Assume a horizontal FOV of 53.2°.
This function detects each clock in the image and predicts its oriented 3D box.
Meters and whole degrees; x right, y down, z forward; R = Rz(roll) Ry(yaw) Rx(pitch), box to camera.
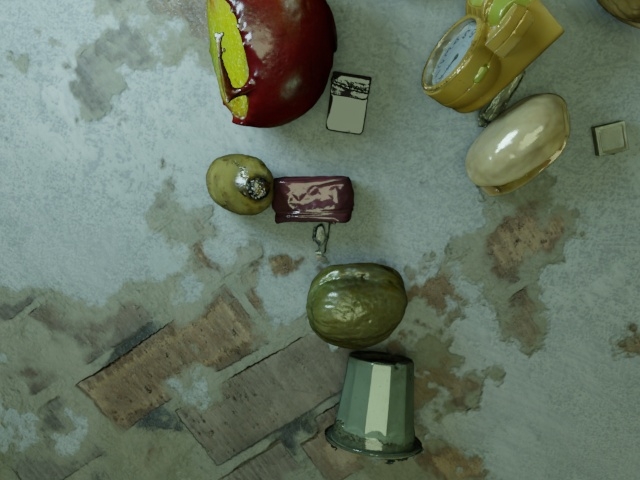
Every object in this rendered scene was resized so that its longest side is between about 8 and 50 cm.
[{"bbox_3d":[0.396,-0.463,1.568,0.200,0.244,0.317,32,107,-19],"label":"clock"}]

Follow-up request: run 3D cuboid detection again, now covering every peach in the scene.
[{"bbox_3d":[-0.117,-0.485,1.557,0.310,0.335,0.406,-11,98,-14],"label":"peach"}]

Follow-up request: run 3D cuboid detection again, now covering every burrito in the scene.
[{"bbox_3d":[0.473,-0.375,1.674,0.058,0.045,0.188,28,103,-19],"label":"burrito"}]

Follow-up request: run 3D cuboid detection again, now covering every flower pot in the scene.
[{"bbox_3d":[0.158,0.454,1.803,0.290,0.290,0.259,5,90,4],"label":"flower pot"}]

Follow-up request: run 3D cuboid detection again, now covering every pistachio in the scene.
[{"bbox_3d":[0.509,-0.249,1.639,0.299,0.187,0.187,-41,97,19],"label":"pistachio"}]

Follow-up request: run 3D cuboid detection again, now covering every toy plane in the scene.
[{"bbox_3d":[0.000,0.000,1.811,0.049,0.031,0.121,8,101,-6],"label":"toy plane"}]

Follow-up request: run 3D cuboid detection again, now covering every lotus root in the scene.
[{"bbox_3d":[-0.208,-0.149,1.687,0.146,0.284,0.160,-30,111,-20],"label":"lotus root"}]

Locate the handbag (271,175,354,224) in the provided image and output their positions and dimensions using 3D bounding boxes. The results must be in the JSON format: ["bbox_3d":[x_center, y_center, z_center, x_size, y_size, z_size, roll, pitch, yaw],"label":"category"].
[{"bbox_3d":[-0.021,-0.109,1.728,0.225,0.146,0.135,-2,100,3],"label":"handbag"}]

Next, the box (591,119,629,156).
[{"bbox_3d":[0.763,-0.267,1.680,0.079,0.035,0.083,-12,102,8],"label":"box"}]

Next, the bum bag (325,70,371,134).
[{"bbox_3d":[0.074,-0.369,1.721,0.109,0.026,0.159,8,104,2],"label":"bum bag"}]

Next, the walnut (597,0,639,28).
[{"bbox_3d":[0.769,-0.659,1.467,0.332,0.333,0.333,1,103,5],"label":"walnut"}]

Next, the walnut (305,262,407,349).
[{"bbox_3d":[0.098,0.177,1.742,0.282,0.227,0.283,-2,115,-4],"label":"walnut"}]
